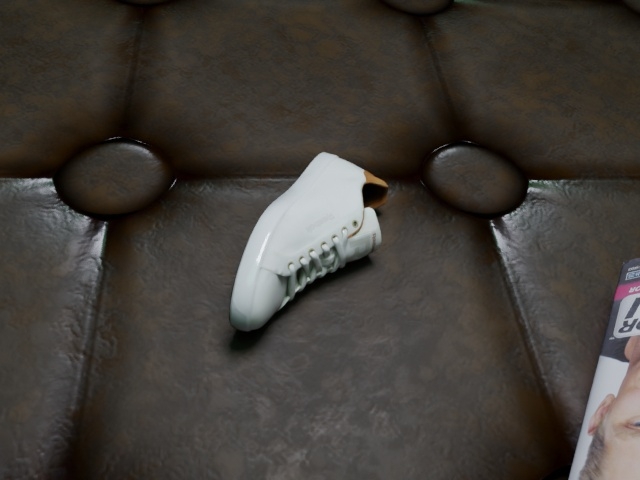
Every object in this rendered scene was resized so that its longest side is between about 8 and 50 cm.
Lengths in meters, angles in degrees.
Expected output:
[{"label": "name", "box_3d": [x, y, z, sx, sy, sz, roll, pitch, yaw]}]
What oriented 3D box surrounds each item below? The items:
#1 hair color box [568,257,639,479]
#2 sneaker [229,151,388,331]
[{"label": "hair color box", "box_3d": [0.366, 0.153, 0.643, 0.105, 0.173, 0.347, 49, 50, -19]}, {"label": "sneaker", "box_3d": [0.000, 0.000, 0.786, 0.123, 0.106, 0.290, 21, 49, 14]}]
